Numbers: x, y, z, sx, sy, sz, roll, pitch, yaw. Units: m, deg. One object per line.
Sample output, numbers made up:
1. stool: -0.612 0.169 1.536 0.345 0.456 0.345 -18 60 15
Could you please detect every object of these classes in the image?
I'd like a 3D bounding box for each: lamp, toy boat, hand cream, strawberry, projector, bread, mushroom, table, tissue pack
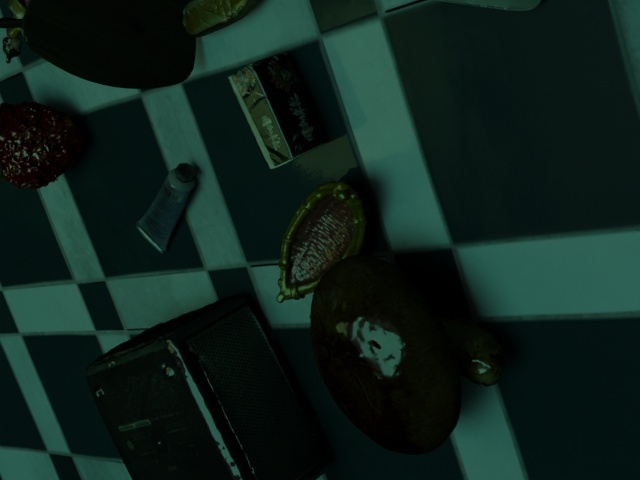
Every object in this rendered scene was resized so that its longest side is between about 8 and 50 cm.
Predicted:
1. lamp: -0.569 -0.452 1.989 0.118 0.118 0.253 38 132 22
2. toy boat: 0.005 -0.004 1.706 0.141 0.099 0.318 47 139 13
3. hand cream: -0.309 -0.067 1.998 0.088 0.055 0.256 44 138 5
4. strawberry: -0.594 -0.207 2.116 0.201 0.187 0.184 -9 145 10
5. projector: -0.244 0.356 2.030 0.395 0.242 0.405 -22 95 48
6. bread: -0.160 -0.395 1.676 0.214 0.053 0.073 -16 96 49
7. mushroom: 0.104 0.185 1.626 0.345 0.239 0.345 10 104 47
8. table: -0.399 -0.433 1.782 0.249 0.317 0.317 16 123 54
9. tissue pack: -0.070 -0.215 1.652 0.090 0.103 0.170 -17 100 43

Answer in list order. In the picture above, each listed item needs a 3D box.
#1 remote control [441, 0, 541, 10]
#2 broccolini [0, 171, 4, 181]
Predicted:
1. remote control: 0.146 -0.383 1.339 0.313 0.055 0.109 13 135 18
2. broccolini: -0.681 -0.171 2.315 0.057 0.071 0.254 29 156 -29
